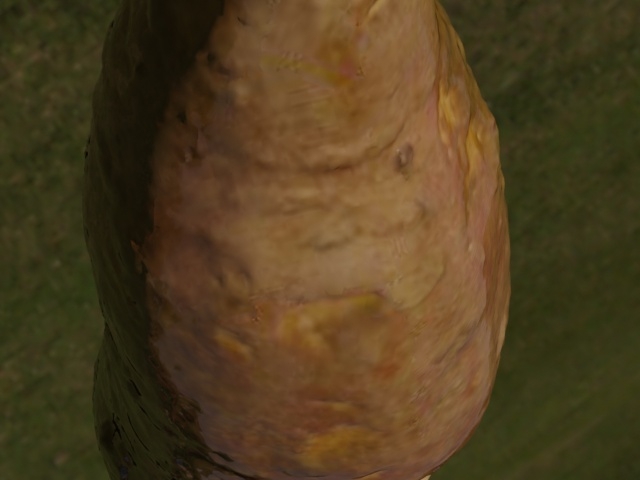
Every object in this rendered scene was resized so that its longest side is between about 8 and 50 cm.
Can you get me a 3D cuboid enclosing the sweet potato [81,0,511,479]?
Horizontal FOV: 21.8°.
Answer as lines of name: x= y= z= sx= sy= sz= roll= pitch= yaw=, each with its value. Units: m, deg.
sweet potato: x=-0.003 y=0.001 z=0.464 sx=0.131 sy=0.131 sz=0.336 roll=-31 pitch=161 yaw=-20
